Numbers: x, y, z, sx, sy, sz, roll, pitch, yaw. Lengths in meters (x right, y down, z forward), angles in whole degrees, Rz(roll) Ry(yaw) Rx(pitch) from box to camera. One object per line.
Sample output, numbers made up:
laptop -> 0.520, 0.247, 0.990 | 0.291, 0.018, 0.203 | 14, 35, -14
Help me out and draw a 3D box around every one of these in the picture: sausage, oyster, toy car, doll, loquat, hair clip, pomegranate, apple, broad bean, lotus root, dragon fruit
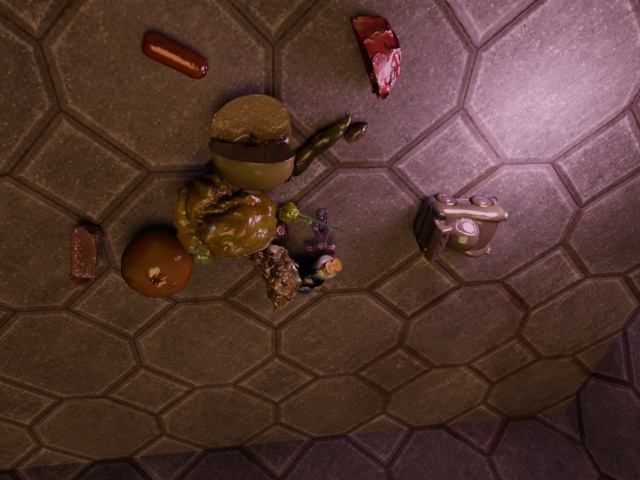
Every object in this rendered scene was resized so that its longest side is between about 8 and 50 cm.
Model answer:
sausage -> -0.428, -0.544, 1.354 | 0.198, 0.076, 0.076 | 21, 123, -26
oyster -> -0.202, 0.128, 1.802 | 0.238, 0.115, 0.351 | 5, 123, 35
toy car -> 0.571, -0.038, 1.845 | 0.336, 0.226, 0.242 | 4, 128, -11
doll -> -0.048, 0.148, 1.902 | 0.177, 0.141, 0.314 | -16, 174, -44
loquat -> -0.613, 0.089, 1.732 | 0.263, 0.263, 0.263 | -5, 130, -6
hair clip -> 0.000, 0.007, 1.871 | 0.137, 0.090, 0.278 | -1, 129, 2
pomegranate -> -0.186, -0.033, 1.794 | 0.130, 0.130, 0.130 | -5, 130, -6
apple -> -0.215, -0.295, 1.470 | 0.258, 0.295, 0.233 | -8, 159, -3
broad bean -> -0.023, -0.322, 1.614 | 0.339, 0.061, 0.077 | -39, 132, 22
lotus root -> 0.124, -0.381, 1.597 | 0.099, 0.054, 0.049 | -37, 146, 21
dragon fruit -> 0.195, -0.555, 1.397 | 0.126, 0.161, 0.274 | -19, 128, 9

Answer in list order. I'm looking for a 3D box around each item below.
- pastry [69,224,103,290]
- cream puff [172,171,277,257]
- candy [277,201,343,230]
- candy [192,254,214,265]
pastry -> -0.894, 0.051, 1.742 | 0.103, 0.112, 0.265 | 19, 113, -11
cream puff -> -0.331, -0.102, 1.576 | 0.379, 0.378, 0.275 | -6, 106, -5
candy -> -0.039, -0.079, 1.756 | 0.262, 0.073, 0.077 | 18, 114, 5
candy -> -0.354, 0.035, 1.849 | 0.336, 0.092, 0.093 | -11, 125, -12
